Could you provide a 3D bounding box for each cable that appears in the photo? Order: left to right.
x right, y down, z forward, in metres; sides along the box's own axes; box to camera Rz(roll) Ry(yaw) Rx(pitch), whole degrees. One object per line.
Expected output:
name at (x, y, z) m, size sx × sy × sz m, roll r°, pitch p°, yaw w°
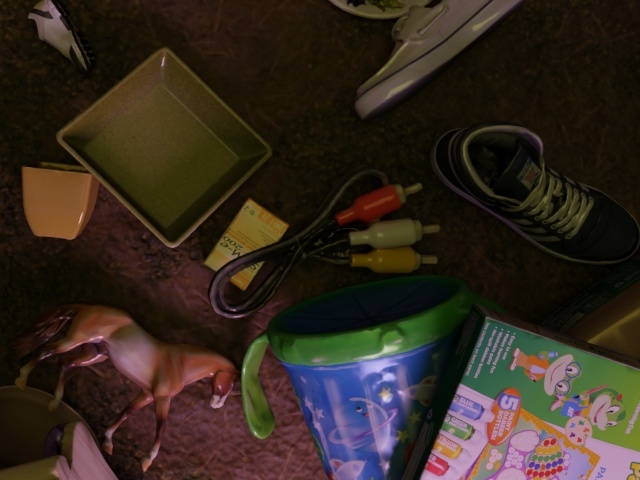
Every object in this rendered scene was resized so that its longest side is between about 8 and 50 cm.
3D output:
cable at (0.000, 0.000, 1.246) m, size 0.287 × 0.072 × 0.140 m, roll -18°, pitch 101°, yaw -18°

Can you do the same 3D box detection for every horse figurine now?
horse figurine at (-0.239, 0.149, 1.240) m, size 0.263 × 0.066 × 0.174 m, roll 31°, pitch 64°, yaw 6°

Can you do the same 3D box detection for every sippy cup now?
sippy cup at (0.074, 0.177, 1.201) m, size 0.240 × 0.305 × 0.224 m, roll -17°, pitch 101°, yaw -32°

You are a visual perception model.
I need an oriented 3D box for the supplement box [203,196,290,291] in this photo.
supplement box at (-0.089, 0.005, 1.280) m, size 0.062 × 0.036 × 0.098 m, roll 34°, pitch 86°, yaw -2°

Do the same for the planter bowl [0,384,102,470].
planter bowl at (-0.347, 0.262, 1.206) m, size 0.162 × 0.162 × 0.109 m, roll 40°, pitch 112°, yaw -1°

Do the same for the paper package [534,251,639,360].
paper package at (0.449, 0.158, 1.233) m, size 0.324 × 0.168 × 0.310 m, roll -34°, pitch 94°, yaw -4°

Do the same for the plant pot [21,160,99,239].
plant pot at (-0.308, -0.046, 1.251) m, size 0.081 × 0.081 × 0.083 m, roll 5°, pitch 98°, yaw -3°

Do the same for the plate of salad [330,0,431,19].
plate of salad at (0.075, -0.374, 1.301) m, size 0.199 × 0.048 × 0.200 m, roll 0°, pitch 88°, yaw -4°

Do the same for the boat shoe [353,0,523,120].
boat shoe at (0.129, -0.246, 1.285) m, size 0.258 × 0.095 × 0.084 m, roll -39°, pitch 86°, yaw -15°

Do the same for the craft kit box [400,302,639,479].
craft kit box at (0.227, 0.220, 1.092) m, size 0.246 × 0.061 × 0.250 m, roll 18°, pitch 100°, yaw -14°

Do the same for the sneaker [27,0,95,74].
sneaker at (-0.314, -0.245, 1.282) m, size 0.043 × 0.040 × 0.109 m, roll -33°, pitch 86°, yaw 12°

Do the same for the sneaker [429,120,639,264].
sneaker at (0.268, -0.052, 1.245) m, size 0.282 × 0.153 × 0.099 m, roll 27°, pitch 86°, yaw -3°

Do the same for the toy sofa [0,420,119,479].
toy sofa at (-0.263, 0.372, 1.127) m, size 0.150 × 0.177 × 0.363 m, roll -16°, pitch 128°, yaw 10°

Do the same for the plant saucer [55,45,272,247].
plant saucer at (-0.185, -0.106, 1.251) m, size 0.188 × 0.045 × 0.188 m, roll 44°, pitch 62°, yaw 0°
